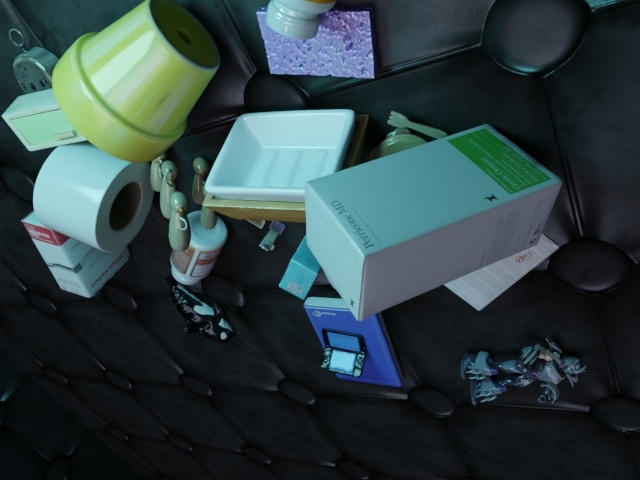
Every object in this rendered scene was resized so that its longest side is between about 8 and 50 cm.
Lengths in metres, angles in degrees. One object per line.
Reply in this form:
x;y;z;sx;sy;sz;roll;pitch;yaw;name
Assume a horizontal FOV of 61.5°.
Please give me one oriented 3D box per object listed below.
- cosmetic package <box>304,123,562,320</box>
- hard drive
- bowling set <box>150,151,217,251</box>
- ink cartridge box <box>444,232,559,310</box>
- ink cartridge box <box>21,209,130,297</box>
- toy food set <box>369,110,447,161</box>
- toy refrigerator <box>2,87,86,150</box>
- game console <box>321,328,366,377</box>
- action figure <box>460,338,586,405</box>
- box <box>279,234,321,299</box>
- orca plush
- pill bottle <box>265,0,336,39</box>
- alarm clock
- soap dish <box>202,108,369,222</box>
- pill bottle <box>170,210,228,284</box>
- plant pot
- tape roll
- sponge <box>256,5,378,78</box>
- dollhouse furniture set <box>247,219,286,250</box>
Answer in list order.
0.176;-0.040;0.886;0.197;0.366;0.155;53;154;38;cosmetic package
0.099;0.288;1.510;0.210;0.040;0.318;0;131;28;hard drive
-0.282;-0.126;1.252;0.287;0.200;0.154;56;147;36;bowling set
0.345;0.023;1.129;0.181;0.056;0.224;37;119;-8;ink cartridge box
-0.682;-0.003;1.532;0.114;0.197;0.273;12;135;20;ink cartridge box
0.163;-0.159;1.051;0.132;0.038;0.192;20;132;0;toy food set
-0.559;-0.284;1.213;0.270;0.094;0.102;-7;135;13;toy refrigerator
0.056;0.308;1.471;0.122;0.107;0.071;6;162;25;game console
0.490;0.320;1.292;0.285;0.099;0.185;-18;115;36;action figure
0.000;0.000;1.130;0.060;0.244;0.100;29;138;1;box
-0.392;0.238;1.680;0.151;0.102;0.287;-8;126;34;orca plush
-0.018;-0.421;0.812;0.118;0.117;0.208;26;133;3;pill bottle
-0.654;-0.392;1.242;0.129;0.064;0.192;-2;126;30;alarm clock
-0.061;-0.141;1.055;0.291;0.229;0.118;4;149;25;soap dish
-0.330;0.027;1.428;0.121;0.121;0.216;32;138;-4;pill bottle
-0.327;-0.316;1.021;0.239;0.254;0.254;-32;112;27;plant pot
-0.545;-0.111;1.318;0.169;0.246;0.246;21;138;8;tape roll
-0.005;-0.350;0.951;0.210;0.031;0.117;9;134;21;sponge
-0.162;-0.016;1.324;0.114;0.081;0.091;32;138;-3;dollhouse furniture set
